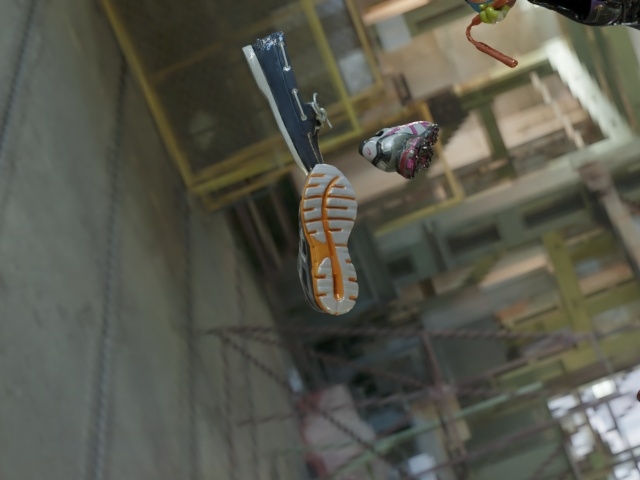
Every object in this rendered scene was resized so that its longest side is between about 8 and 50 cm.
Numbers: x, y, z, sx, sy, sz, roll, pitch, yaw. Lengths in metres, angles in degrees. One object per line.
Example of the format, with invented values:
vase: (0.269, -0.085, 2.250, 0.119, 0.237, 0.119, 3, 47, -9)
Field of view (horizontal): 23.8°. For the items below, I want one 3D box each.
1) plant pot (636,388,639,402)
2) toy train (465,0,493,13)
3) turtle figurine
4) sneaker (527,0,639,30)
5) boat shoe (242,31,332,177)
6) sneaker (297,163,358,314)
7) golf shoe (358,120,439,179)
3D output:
plant pot: (0.663, 0.268, 2.392, 0.265, 0.272, 0.272, 45, -3, 19)
toy train: (0.259, -0.385, 1.866, 0.105, 0.248, 0.143, 39, 16, -19)
turtle figurine: (0.190, -0.339, 1.707, 0.217, 0.087, 0.269, 90, -15, -46)
sneaker: (0.397, -0.310, 2.004, 0.124, 0.283, 0.107, -61, 164, -49)
boat shoe: (-0.035, -0.199, 2.348, 0.255, 0.079, 0.095, 64, 0, 1)
sneaker: (0.000, 0.000, 2.115, 0.083, 0.084, 0.215, 160, -68, -64)
golf shoe: (0.109, -0.131, 2.045, 0.186, 0.086, 0.068, -28, 134, -71)
